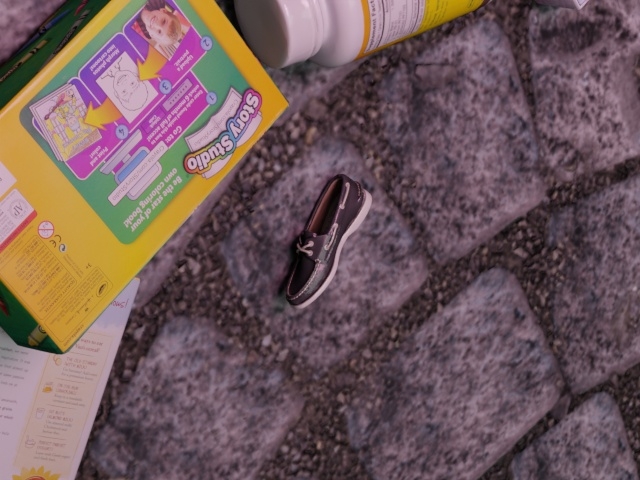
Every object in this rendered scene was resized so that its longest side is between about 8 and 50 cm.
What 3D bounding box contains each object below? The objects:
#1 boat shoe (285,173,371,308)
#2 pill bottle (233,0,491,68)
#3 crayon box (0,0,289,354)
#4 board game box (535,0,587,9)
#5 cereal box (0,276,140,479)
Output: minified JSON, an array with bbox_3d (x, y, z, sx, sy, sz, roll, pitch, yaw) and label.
[{"bbox_3d":[0.000,0.000,1.340,0.038,0.046,0.125,39,78,-36],"label":"boat shoe"},{"bbox_3d":[0.040,-0.215,1.259,0.215,0.117,0.117,-25,117,-26],"label":"pill bottle"},{"bbox_3d":[-0.169,-0.072,1.147,0.278,0.081,0.165,-50,120,-24],"label":"crayon box"},{"bbox_3d":[0.247,-0.430,1.369,0.319,0.066,0.318,-45,123,-16],"label":"board game box"},{"bbox_3d":[-0.256,0.118,1.198,0.173,0.047,0.240,17,93,-37],"label":"cereal box"}]
